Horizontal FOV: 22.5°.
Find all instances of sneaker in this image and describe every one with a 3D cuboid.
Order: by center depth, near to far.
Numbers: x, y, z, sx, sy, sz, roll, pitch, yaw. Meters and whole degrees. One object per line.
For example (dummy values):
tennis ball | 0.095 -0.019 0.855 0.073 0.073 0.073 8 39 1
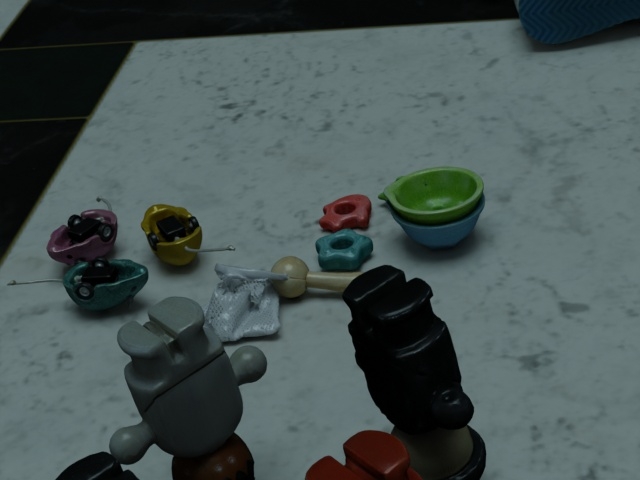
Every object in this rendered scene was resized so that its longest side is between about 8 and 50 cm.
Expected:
sneaker | 0.280 -0.233 1.392 0.228 0.087 0.092 -6 30 2

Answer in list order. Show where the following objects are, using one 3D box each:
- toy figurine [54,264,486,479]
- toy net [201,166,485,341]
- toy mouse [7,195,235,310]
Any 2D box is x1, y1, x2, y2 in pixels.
toy figurine | -0.019 0.132 0.853 0.209 0.148 0.213 -9 34 13
toy net | 0.000 0.000 1.138 0.232 0.045 0.122 -23 34 -19
toy mouse | -0.158 0.016 1.170 0.143 0.031 0.161 -26 34 -21
